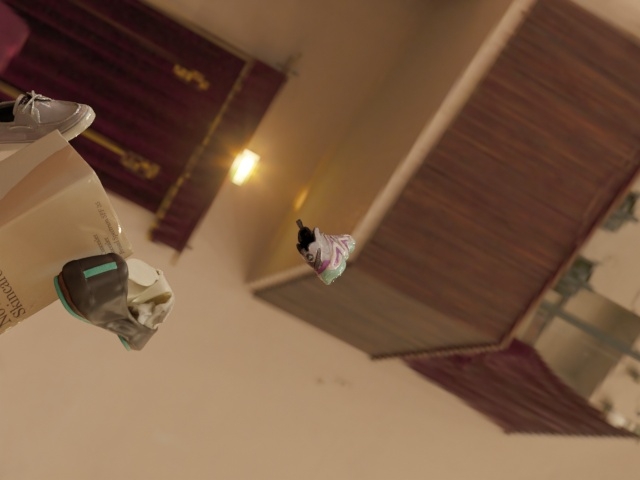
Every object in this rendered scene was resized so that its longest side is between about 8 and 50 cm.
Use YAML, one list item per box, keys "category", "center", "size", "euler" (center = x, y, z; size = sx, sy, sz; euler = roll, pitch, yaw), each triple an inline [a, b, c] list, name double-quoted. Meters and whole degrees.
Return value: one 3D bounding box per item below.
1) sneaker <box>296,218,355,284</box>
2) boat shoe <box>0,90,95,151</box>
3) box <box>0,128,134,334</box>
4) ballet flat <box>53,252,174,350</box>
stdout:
- category: "sneaker"
  center: [0.000, 0.000, 1.295]
  size: [0.038, 0.069, 0.098]
  euler: [-44, -170, 20]
- category: "boat shoe"
  center: [-0.475, -0.200, 1.973]
  size: [0.227, 0.081, 0.079]
  euler: [-6, -136, 30]
- category: "box"
  center: [-0.397, 0.020, 1.425]
  size: [0.311, 0.148, 0.121]
  euler: [-34, -135, -14]
- category: "ballet flat"
  center: [-0.228, 0.073, 1.439]
  size: [0.096, 0.095, 0.280]
  euler: [-27, 168, -1]
